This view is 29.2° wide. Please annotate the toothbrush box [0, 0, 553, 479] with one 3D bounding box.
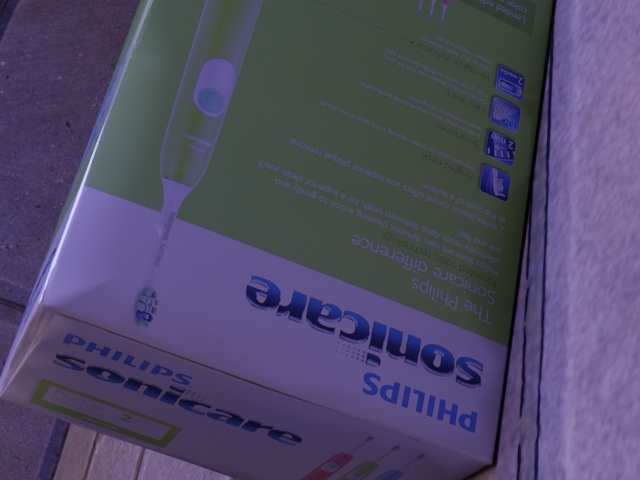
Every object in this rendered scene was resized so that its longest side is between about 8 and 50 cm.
[{"bbox_3d":[-0.012,-0.032,0.617,0.122,0.206,0.283,131,156,-55],"label":"toothbrush box"}]
